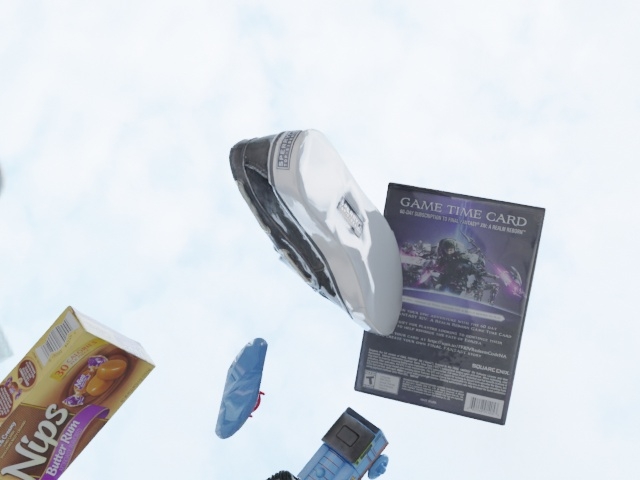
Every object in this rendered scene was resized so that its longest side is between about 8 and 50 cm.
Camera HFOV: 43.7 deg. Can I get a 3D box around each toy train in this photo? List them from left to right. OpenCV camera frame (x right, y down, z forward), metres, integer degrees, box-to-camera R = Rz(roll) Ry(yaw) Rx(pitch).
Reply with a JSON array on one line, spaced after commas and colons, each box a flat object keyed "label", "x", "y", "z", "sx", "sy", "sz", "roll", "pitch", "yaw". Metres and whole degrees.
[{"label": "toy train", "x": 0.021, "y": 0.323, "z": 1.103, "sx": 0.080, "sy": 0.105, "sz": 0.184, "roll": 30, "pitch": -110, "yaw": 36}]

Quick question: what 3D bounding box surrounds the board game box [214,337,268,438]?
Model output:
[{"label": "board game box", "x": -0.112, "y": 0.237, "z": 1.265, "sx": 0.033, "sy": 0.169, "sz": 0.133, "roll": 27, "pitch": -42, "yaw": -23}]

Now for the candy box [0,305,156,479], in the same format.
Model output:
[{"label": "candy box", "x": -0.275, "y": 0.169, "z": 0.829, "sx": 0.187, "sy": 0.109, "sz": 0.053, "roll": -49, "pitch": -133, "yaw": -1}]

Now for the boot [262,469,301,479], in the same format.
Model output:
[{"label": "boot", "x": -0.027, "y": 0.214, "z": 0.552, "sx": 0.121, "sy": 0.045, "sz": 0.099, "roll": -35, "pitch": -64, "yaw": 20}]

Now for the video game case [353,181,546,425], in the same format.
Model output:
[{"label": "video game case", "x": 0.158, "y": 0.077, "z": 0.999, "sx": 0.196, "sy": 0.026, "sz": 0.274, "roll": 11, "pitch": -83, "yaw": 14}]

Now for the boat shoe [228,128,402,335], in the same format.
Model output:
[{"label": "boat shoe", "x": 0.000, "y": 0.000, "z": 0.859, "sx": 0.102, "sy": 0.301, "sz": 0.108, "roll": 1, "pitch": -124, "yaw": 32}]
